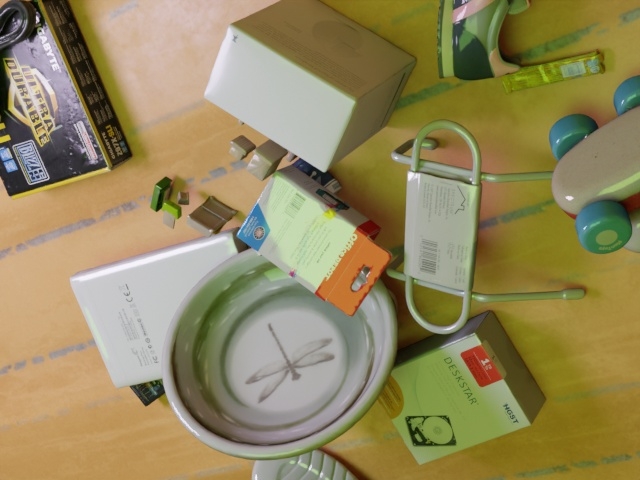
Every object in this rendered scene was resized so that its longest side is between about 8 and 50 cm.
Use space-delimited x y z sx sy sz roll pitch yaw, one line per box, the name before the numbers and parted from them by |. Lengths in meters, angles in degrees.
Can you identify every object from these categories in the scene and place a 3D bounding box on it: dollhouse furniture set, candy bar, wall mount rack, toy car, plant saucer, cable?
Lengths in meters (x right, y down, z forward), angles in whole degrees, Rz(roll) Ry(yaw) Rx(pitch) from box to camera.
dollhouse furniture set | -0.108 -0.207 1.979 0.182 0.161 0.101 37 124 8
dollhouse furniture set | -0.228 -0.047 2.175 0.151 0.076 0.059 31 135 15
candy bar | 0.337 -0.245 1.811 0.161 0.018 0.040 -9 111 30
wall mount rack | 0.252 -0.023 1.899 0.304 0.130 0.350 14 118 26
toy car | 0.465 -0.064 1.752 0.210 0.219 0.238 -32 131 23
plant saucer | -0.060 0.189 2.051 0.400 0.401 0.100 12 152 23
cable | -0.584 -0.320 2.174 0.139 0.072 0.287 49 115 22

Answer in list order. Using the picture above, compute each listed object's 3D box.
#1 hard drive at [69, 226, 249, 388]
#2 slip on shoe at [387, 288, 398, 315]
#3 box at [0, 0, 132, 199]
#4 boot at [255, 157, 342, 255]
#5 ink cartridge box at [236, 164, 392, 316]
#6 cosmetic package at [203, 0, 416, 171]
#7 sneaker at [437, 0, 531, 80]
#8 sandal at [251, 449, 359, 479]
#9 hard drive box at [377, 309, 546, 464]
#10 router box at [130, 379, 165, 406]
hard drive | -0.262 0.127 2.253 0.353 0.047 0.233 -15 104 25
slip on shoe | 0.096 0.144 2.101 0.051 0.041 0.135 25 121 17
box | -0.510 -0.255 2.225 0.257 0.079 0.322 -12 106 33
boot | -0.056 -0.061 2.071 0.190 0.069 0.086 -41 83 18
ink cartridge box | 0.000 0.000 1.982 0.231 0.078 0.134 36 110 10
cosmetic package | -0.014 -0.244 1.874 0.224 0.224 0.138 33 123 12
sneaker | 0.238 -0.383 1.765 0.131 0.112 0.319 5 118 8
sandal | 0.053 0.520 2.251 0.416 0.169 0.102 31 163 13
hard drive box | 0.222 0.245 2.051 0.232 0.089 0.181 -29 97 34
router box | -0.336 0.245 2.379 0.092 0.038 0.122 -37 92 35
